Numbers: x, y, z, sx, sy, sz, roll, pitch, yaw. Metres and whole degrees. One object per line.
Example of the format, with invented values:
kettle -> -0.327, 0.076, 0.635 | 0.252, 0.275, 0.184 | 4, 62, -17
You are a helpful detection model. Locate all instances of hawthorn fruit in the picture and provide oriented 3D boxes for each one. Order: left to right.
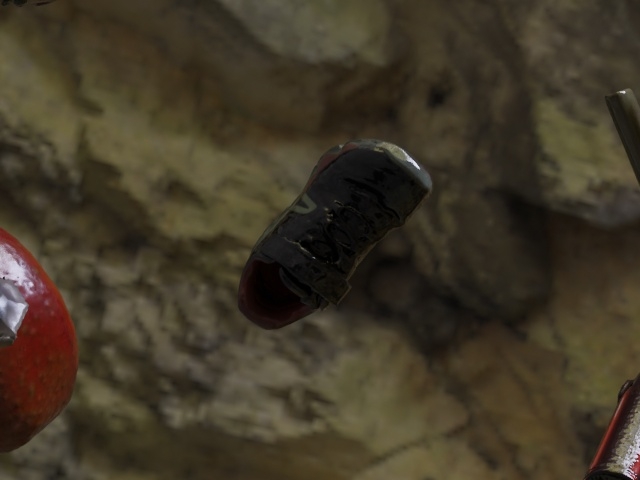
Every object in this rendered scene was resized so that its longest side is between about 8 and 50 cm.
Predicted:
hawthorn fruit -> -0.326, 0.070, 1.639 | 0.205, 0.205, 0.253 | -122, -160, -68

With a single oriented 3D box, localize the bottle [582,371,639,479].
bottle -> 0.271, 0.170, 1.588 | 0.164, 0.060, 0.060 | -53, 174, -49

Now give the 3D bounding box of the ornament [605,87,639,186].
ornament -> 0.323, -0.020, 1.406 | 0.061, 0.230, 0.245 | -21, -90, 34

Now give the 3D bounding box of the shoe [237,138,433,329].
shoe -> 0.000, 0.000, 1.994 | 0.291, 0.114, 0.137 | -44, -171, 36

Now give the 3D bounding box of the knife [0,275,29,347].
knife -> -0.394, 0.057, 1.336 | 0.043, 0.365, 0.089 | 110, -28, -56

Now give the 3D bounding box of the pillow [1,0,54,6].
pillow -> -0.261, -0.216, 1.412 | 0.126, 0.232, 0.043 | -17, -101, 36
